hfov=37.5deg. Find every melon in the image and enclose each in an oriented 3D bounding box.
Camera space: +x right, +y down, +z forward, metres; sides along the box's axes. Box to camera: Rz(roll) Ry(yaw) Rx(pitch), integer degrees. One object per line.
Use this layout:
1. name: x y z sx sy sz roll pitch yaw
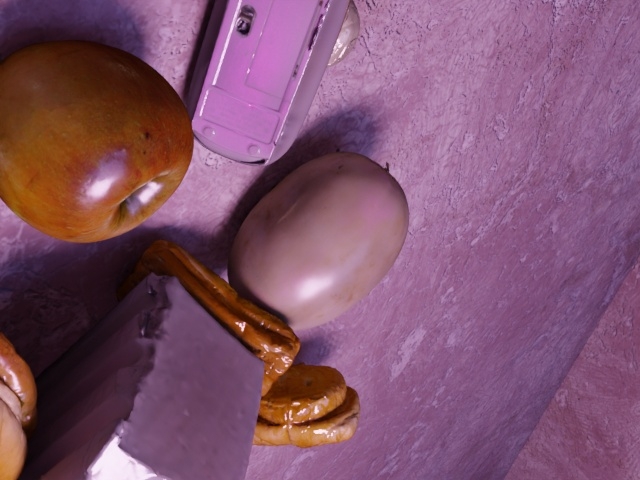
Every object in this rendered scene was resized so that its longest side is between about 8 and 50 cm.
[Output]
1. melon: 0.000 0.000 1.468 0.317 0.223 0.223 -46 149 -3

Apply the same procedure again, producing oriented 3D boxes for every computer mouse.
1. computer mouse: -0.069 -0.236 1.172 0.072 0.158 0.310 -72 -175 -58

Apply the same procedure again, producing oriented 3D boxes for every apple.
1. apple: -0.264 -0.118 1.054 0.237 0.207 0.237 -39 168 -10

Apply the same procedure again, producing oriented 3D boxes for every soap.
1. soap: -0.303 0.310 1.269 0.435 0.350 0.213 -38 117 24

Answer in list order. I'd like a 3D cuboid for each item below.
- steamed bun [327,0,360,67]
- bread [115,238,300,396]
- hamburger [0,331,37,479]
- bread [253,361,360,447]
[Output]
1. steamed bun: -0.011 -0.291 1.230 0.091 0.130 0.112 -82 -162 -62
2. bread: -0.164 0.118 1.383 0.139 0.271 0.077 -52 -173 31
3. hamburger: -0.482 0.207 1.095 0.170 0.290 0.314 -80 -178 -45
4. bread: -0.042 0.314 1.788 0.198 0.236 0.120 -73 162 -73
